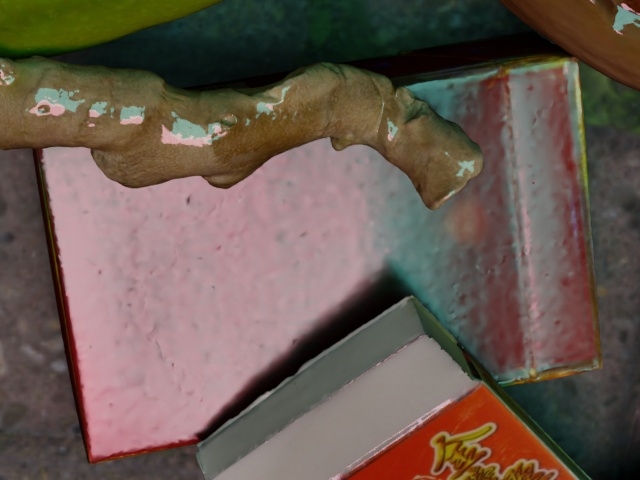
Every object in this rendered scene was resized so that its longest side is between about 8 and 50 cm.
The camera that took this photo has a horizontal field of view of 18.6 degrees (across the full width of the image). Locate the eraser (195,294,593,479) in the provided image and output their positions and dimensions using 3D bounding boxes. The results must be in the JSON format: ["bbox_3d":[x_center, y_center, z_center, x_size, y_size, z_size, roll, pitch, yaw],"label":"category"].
[{"bbox_3d":[0.056,0.146,1.151,0.157,0.038,0.230,-35,128,12],"label":"eraser"}]

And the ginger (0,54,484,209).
[{"bbox_3d":[-0.056,-0.058,1.040,0.288,0.075,0.089,5,134,-12],"label":"ginger"}]

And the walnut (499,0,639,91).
[{"bbox_3d":[0.170,-0.195,1.065,0.298,0.203,0.203,35,98,2],"label":"walnut"}]

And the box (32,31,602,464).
[{"bbox_3d":[-0.001,0.001,1.145,0.313,0.089,0.197,-9,105,-8],"label":"box"}]

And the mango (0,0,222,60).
[{"bbox_3d":[-0.134,-0.196,1.025,0.343,0.156,0.192,-20,84,7],"label":"mango"}]
